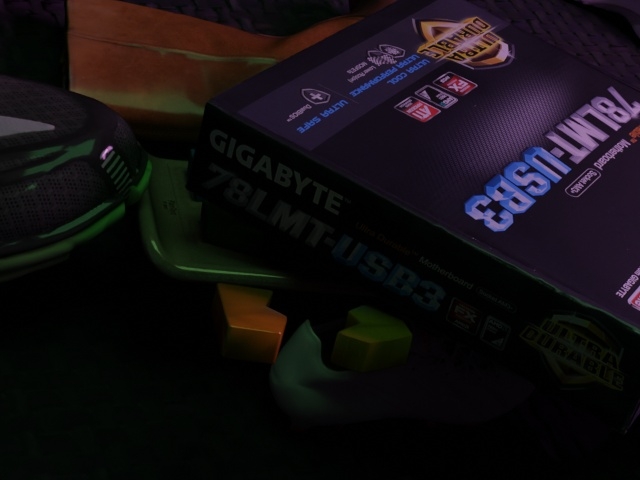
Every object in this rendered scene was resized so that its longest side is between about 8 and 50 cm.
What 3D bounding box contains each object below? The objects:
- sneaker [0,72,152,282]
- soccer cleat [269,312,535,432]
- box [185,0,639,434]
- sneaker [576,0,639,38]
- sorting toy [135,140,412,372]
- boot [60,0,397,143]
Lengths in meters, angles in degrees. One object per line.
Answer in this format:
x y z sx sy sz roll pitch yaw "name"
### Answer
-0.326 -0.123 0.877 0.483 0.202 0.185 23 39 2 "sneaker"
0.062 0.076 0.934 0.196 0.076 0.068 -3 45 -29 "soccer cleat"
0.119 -0.039 0.933 0.293 0.073 0.295 29 34 20 "box"
0.300 -0.264 1.418 0.232 0.115 0.090 35 40 16 "sneaker"
0.000 0.000 0.931 0.229 0.041 0.307 9 18 -13 "sorting toy"
-0.057 -0.146 1.159 0.280 0.096 0.264 6 47 -7 "boot"
